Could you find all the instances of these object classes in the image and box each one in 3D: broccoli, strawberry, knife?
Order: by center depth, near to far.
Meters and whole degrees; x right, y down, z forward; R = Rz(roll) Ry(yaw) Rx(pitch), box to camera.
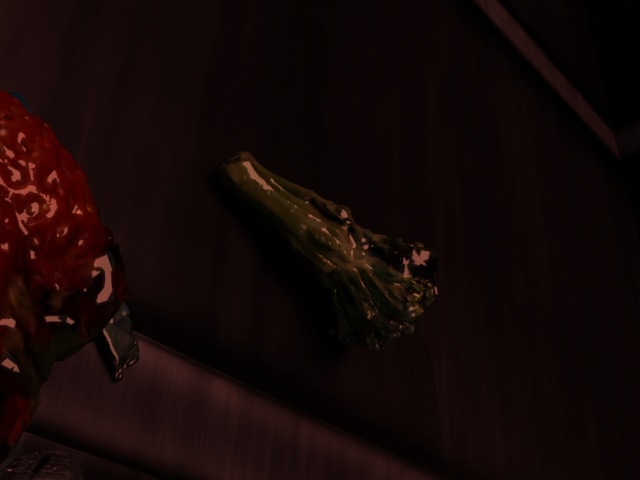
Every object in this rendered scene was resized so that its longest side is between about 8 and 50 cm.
[{"bbox_3d":[-0.288,0.016,0.582,0.288,0.238,0.250,37,36,-16],"label":"strawberry"},{"bbox_3d":[-0.239,-0.008,0.849,0.044,0.026,0.297,-26,90,-45],"label":"knife"},{"bbox_3d":[-0.002,0.004,1.091,0.304,0.165,0.145,42,69,-9],"label":"broccoli"}]

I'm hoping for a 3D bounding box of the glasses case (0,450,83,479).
[{"bbox_3d":[-0.187,0.199,0.586,0.067,0.282,0.109,7,80,-14],"label":"glasses case"}]
